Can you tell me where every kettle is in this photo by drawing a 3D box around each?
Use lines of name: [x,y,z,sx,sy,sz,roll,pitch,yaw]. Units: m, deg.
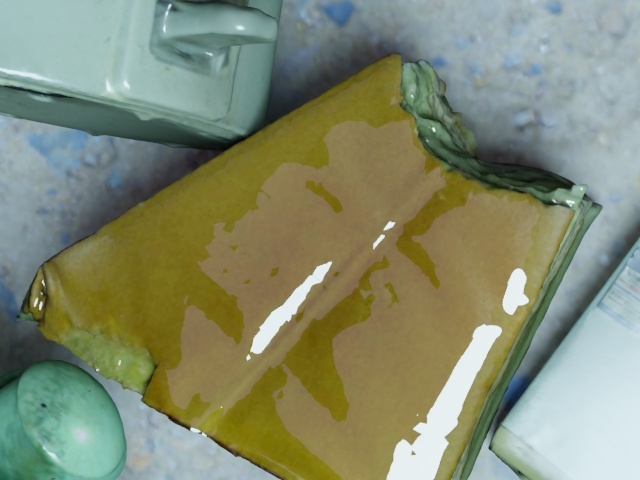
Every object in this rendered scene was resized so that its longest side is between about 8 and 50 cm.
kettle: [-0.080,-0.242,0.581,0.361,0.250,0.376,9,88,47]

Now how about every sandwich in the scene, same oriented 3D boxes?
sandwich: [0.000,0.000,0.634,0.227,0.155,0.198,26,93,13]

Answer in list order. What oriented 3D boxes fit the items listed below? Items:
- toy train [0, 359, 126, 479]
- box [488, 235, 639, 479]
toy train: [-0.287,0.205,0.599,0.442,0.272,0.179,-36,87,24]
box: [0.246,0.104,0.630,0.270,0.045,0.210,35,97,11]
